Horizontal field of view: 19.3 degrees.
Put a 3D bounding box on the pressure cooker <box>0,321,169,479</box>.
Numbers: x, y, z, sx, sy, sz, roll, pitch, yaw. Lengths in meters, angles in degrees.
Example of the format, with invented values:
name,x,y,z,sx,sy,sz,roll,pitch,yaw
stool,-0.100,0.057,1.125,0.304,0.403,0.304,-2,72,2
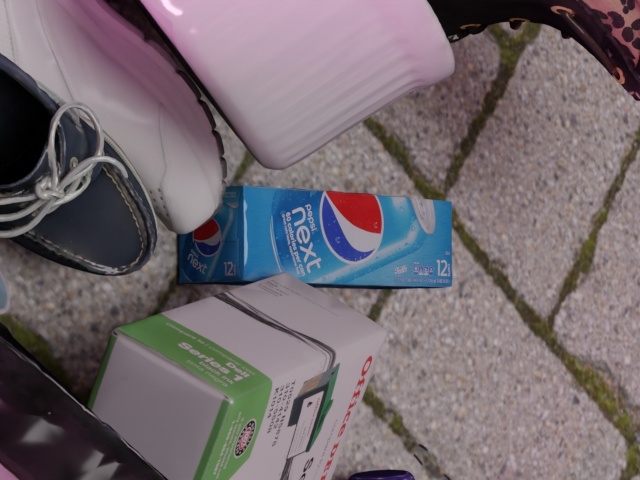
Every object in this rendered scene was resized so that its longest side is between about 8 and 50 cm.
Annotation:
name,x,y,z,sx,sy,sz,roll,pitch,yaw
pressure cooker,-0.254,0.241,0.853,0.420,0.370,0.375,-49,157,-16

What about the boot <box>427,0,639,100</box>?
name,x,y,z,sx,sy,sz,roll,pitch,yaw
boot,0.158,-0.176,1.356,0.377,0.284,0.138,43,59,-33

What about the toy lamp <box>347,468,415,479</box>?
name,x,y,z,sx,sy,sz,roll,pitch,yaw
toy lamp,0.054,0.306,1.369,0.080,0.080,0.274,-7,91,-44

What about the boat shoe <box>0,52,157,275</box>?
name,x,y,z,sx,sy,sz,roll,pitch,yaw
boat shoe,-0.178,-0.055,1.095,0.095,0.079,0.254,-41,125,-3

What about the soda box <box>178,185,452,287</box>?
name,x,y,z,sx,sy,sz,roll,pitch,yaw
soda box,0.000,0.000,1.340,0.210,0.071,0.067,2,86,-44

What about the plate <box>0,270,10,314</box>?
name,x,y,z,sx,sy,sz,roll,pitch,yaw
plate,-0.233,-0.026,0.971,0.024,0.188,0.188,-41,122,3

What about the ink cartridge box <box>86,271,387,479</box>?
name,x,y,z,sx,sy,sz,roll,pitch,yaw
ink cartridge box,-0.062,0.122,1.171,0.219,0.093,0.160,-18,132,-62

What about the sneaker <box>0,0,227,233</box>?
name,x,y,z,sx,sy,sz,roll,pitch,yaw
sneaker,-0.172,-0.106,1.178,0.129,0.111,0.297,-46,119,-14

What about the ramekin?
name,x,y,z,sx,sy,sz,roll,pitch,yaw
ramekin,-0.051,-0.175,1.164,0.135,0.277,0.277,-38,118,-1
